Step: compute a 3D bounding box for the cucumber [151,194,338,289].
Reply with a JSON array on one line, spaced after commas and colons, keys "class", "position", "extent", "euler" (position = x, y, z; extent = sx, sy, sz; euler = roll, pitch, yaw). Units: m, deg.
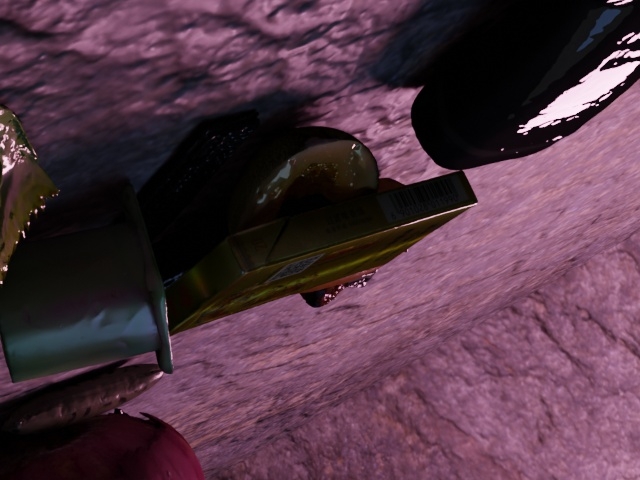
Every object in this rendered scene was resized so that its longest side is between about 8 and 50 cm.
[{"class": "cucumber", "position": [-0.075, -0.012, 1.444], "extent": [0.293, 0.067, 0.067], "euler": [-29, 167, -7]}]

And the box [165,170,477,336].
[{"class": "box", "position": [-0.006, 0.011, 1.395], "extent": [0.311, 0.043, 0.173], "euler": [-17, 167, -39]}]

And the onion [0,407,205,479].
[{"class": "onion", "position": [-0.310, 0.381, 1.877], "extent": [0.358, 0.345, 0.358], "euler": [-39, -170, 8]}]

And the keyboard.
[{"class": "keyboard", "position": [-0.132, -0.045, 1.294], "extent": [0.072, 0.023, 0.231], "euler": [-20, 165, -43]}]

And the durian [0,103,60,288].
[{"class": "durian", "position": [-0.267, -0.048, 0.891], "extent": [0.169, 0.157, 0.355], "euler": [-63, 176, -16]}]

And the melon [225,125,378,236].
[{"class": "melon", "position": [-0.021, -0.072, 1.328], "extent": [0.160, 0.079, 0.128], "euler": [-18, 151, -25]}]

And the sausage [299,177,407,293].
[{"class": "sausage", "position": [-0.001, 0.002, 1.583], "extent": [0.270, 0.109, 0.109], "euler": [-14, 161, -40]}]

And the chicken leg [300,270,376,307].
[{"class": "chicken leg", "position": [0.020, 0.048, 1.930], "extent": [0.106, 0.051, 0.253], "euler": [-35, 170, 5]}]

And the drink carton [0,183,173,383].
[{"class": "drink carton", "position": [-0.212, 0.053, 1.231], "extent": [0.142, 0.146, 0.144], "euler": [-14, 136, -12]}]

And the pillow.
[{"class": "pillow", "position": [-0.315, 0.212, 1.836], "extent": [0.241, 0.051, 0.093], "euler": [-19, 167, -40]}]

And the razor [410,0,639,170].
[{"class": "razor", "position": [0.235, -0.185, 1.334], "extent": [0.204, 0.113, 0.349], "euler": [-16, 162, -36]}]
